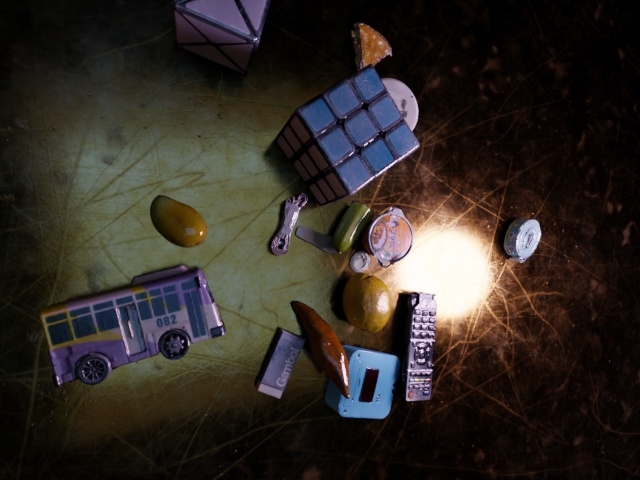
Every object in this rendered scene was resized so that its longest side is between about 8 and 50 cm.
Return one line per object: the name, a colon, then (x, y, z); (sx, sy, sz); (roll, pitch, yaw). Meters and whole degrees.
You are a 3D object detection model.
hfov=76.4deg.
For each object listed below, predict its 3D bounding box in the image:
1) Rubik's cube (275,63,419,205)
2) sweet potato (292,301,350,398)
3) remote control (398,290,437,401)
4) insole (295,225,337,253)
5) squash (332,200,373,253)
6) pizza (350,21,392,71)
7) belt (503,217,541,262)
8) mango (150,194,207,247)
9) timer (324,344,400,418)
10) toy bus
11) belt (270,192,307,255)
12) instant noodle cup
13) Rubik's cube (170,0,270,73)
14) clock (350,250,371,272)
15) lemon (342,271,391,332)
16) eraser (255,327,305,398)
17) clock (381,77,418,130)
Rubik's cube: (0.078, -0.326, 1.332); (0.305, 0.303, 0.301); (-38, 99, -14)
sweet potato: (0.016, 0.362, 1.378); (0.112, 0.112, 0.359); (-21, 70, -17)
remote control: (0.361, 0.393, 1.523); (0.144, 0.062, 0.399); (9, 84, -24)
insole: (0.000, 0.000, 1.446); (0.191, 0.010, 0.063); (24, 82, -17)
squash: (0.102, -0.040, 1.434); (0.095, 0.095, 0.188); (37, 74, -14)
pizza: (0.172, -0.690, 1.502); (0.185, 0.052, 0.195); (25, 76, -23)
belt: (0.831, -0.011, 1.683); (0.163, 0.082, 0.148); (-34, 109, -19)
mango: (-0.443, -0.060, 1.261); (0.130, 0.092, 0.195); (-42, 96, -13)
timer: (0.159, 0.511, 1.466); (0.249, 0.091, 0.232); (19, 82, -28)
toy bus: (-0.514, 0.225, 1.170); (0.439, 0.209, 0.250); (-14, 91, -16)
belt: (-0.114, -0.059, 1.389); (0.071, 0.053, 0.232); (23, 82, -15)
instant noodle cup: (0.228, -0.008, 1.461); (0.177, 0.125, 0.208); (30, 80, -14)
Rubik's cube: (-0.295, -0.713, 1.243); (0.254, 0.259, 0.260); (15, 83, -16)
clock: (0.146, 0.079, 1.492); (0.083, 0.010, 0.074); (-39, 101, -14)
lemon: (0.161, 0.214, 1.415); (0.169, 0.170, 0.208); (1, 84, -18)
eraser: (-0.134, 0.413, 1.372); (0.091, 0.046, 0.213); (25, 81, -16)
clock: (0.247, -0.477, 1.507); (0.230, 0.083, 0.231); (0, 90, -20)
